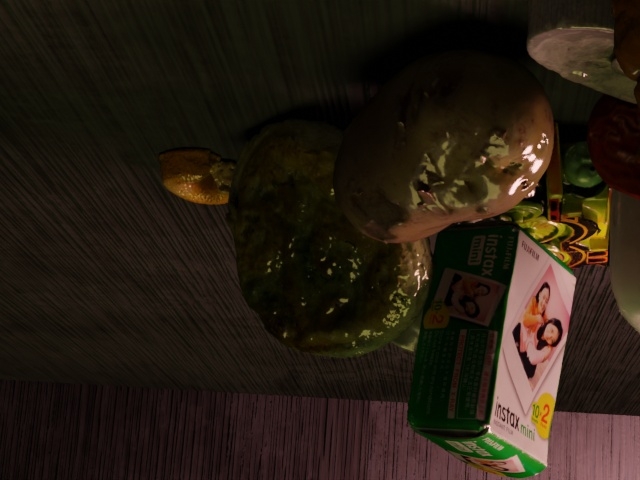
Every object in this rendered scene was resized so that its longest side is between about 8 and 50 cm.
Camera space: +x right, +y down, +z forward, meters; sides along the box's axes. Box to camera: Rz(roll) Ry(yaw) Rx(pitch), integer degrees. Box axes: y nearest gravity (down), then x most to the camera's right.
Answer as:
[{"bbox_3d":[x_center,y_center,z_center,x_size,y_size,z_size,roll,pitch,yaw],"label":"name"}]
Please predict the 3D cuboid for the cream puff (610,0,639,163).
[{"bbox_3d":[0.331,-0.129,1.103,0.241,0.268,0.155,10,-158,18],"label":"cream puff"}]

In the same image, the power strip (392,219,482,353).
[{"bbox_3d":[0.112,0.013,1.801,0.229,0.141,0.261,40,-158,24],"label":"power strip"}]

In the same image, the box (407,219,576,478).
[{"bbox_3d":[0.188,0.118,1.635,0.103,0.250,0.180,-3,158,33],"label":"box"}]

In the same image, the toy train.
[{"bbox_3d":[0.263,-0.044,1.699,0.161,0.100,0.296,-5,162,8],"label":"toy train"}]

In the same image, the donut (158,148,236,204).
[{"bbox_3d":[-0.144,-0.075,1.804,0.108,0.043,0.097,22,157,-39],"label":"donut"}]

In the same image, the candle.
[{"bbox_3d":[0.267,-0.173,1.267,0.192,0.068,0.168,5,166,13],"label":"candle"}]

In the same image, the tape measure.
[{"bbox_3d":[0.385,0.000,1.576,0.125,0.243,0.246,-10,149,37],"label":"tape measure"}]

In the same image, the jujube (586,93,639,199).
[{"bbox_3d":[0.366,-0.089,1.363,0.255,0.190,0.190,-1,166,45],"label":"jujube"}]

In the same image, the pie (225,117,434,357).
[{"bbox_3d":[0.000,0.000,1.635,0.277,0.277,0.078,-9,-165,41],"label":"pie"}]

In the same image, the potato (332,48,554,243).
[{"bbox_3d":[0.109,-0.091,1.428,0.165,0.165,0.262,15,159,-34],"label":"potato"}]
